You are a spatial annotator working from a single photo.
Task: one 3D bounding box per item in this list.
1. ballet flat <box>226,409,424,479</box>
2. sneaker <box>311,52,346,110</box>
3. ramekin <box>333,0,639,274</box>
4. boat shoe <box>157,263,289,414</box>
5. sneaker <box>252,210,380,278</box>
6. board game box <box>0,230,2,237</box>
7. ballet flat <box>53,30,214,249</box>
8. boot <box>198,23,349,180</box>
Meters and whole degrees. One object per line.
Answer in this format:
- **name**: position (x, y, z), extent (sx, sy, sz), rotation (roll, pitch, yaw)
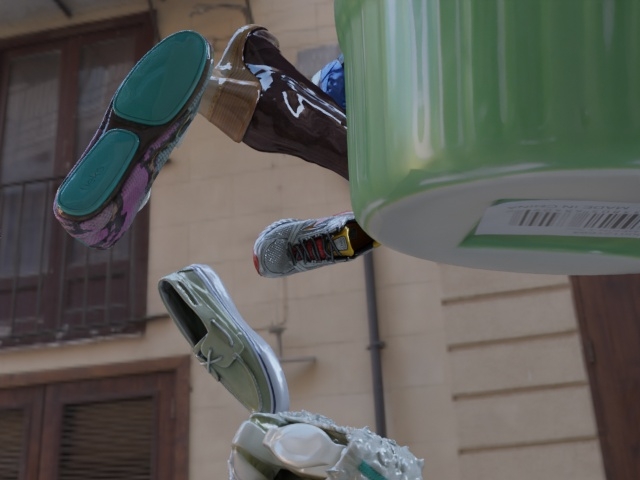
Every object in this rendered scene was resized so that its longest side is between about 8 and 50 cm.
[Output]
- **ballet flat**: position (-0.031, 0.269, 1.101), extent (0.147, 0.147, 0.409), rotation (13, -14, -32)
- **sneaker**: position (0.038, -0.178, 1.063), extent (0.058, 0.152, 0.085), rotation (33, -58, -32)
- **ramekin**: position (0.156, -0.073, 0.521), extent (0.304, 0.148, 0.303), rotation (3, -13, 1)
- **boat shoe**: position (-0.162, 0.171, 1.396), extent (0.094, 0.302, 0.109), rotation (-15, -32, -43)
- **sneaker**: position (0.000, 0.000, 1.333), extent (0.225, 0.088, 0.093), rotation (-18, 11, -25)
- **board game box**: position (-0.618, -0.134, 1.271), extent (0.208, 0.346, 0.056), rotation (-20, -8, 1)
- **ballet flat**: position (-0.160, -0.088, 0.784), extent (0.077, 0.221, 0.079), rotation (19, -24, 18)
- **boot**: position (-0.027, -0.158, 1.018), extent (0.207, 0.248, 0.090), rotation (24, -59, -1)
